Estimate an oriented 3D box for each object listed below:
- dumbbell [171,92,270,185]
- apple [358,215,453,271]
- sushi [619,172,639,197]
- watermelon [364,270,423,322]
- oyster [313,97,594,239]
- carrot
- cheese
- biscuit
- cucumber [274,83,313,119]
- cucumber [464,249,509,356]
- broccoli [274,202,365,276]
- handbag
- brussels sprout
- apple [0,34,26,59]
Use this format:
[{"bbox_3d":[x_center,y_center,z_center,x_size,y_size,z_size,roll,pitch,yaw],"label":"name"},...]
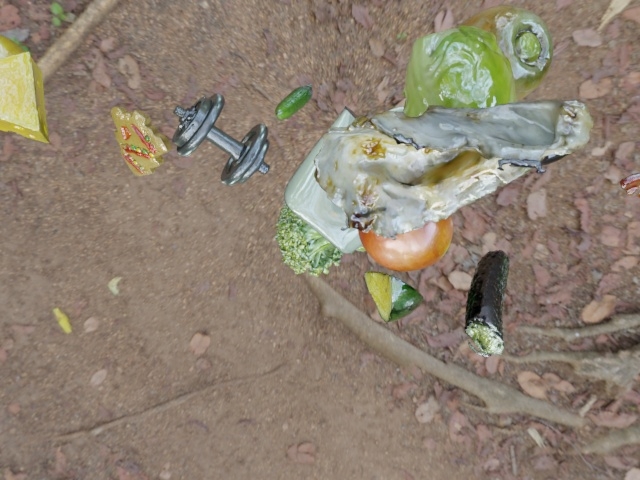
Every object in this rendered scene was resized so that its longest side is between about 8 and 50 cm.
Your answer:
[{"bbox_3d":[-0.254,-0.262,1.708,0.290,0.192,0.192,33,100,-22],"label":"dumbbell"},{"bbox_3d":[0.141,-0.026,1.101,0.163,0.163,0.139,-36,115,7],"label":"apple"},{"bbox_3d":[0.445,-0.068,0.604,0.332,0.130,0.124,-4,132,-21],"label":"sushi"},{"bbox_3d":[0.141,0.095,1.176,0.075,0.181,0.092,-11,89,-9],"label":"watermelon"},{"bbox_3d":[0.160,-0.107,0.805,0.336,0.198,0.133,-8,62,17],"label":"oyster"},{"bbox_3d":[0.378,-0.418,1.558,0.224,0.340,0.224,0,91,-25],"label":"carrot"},{"bbox_3d":[-0.531,-0.218,1.032,0.171,0.093,0.126,-6,86,-14],"label":"cheese"},{"bbox_3d":[-0.524,-0.271,1.881,0.212,0.041,0.239,33,137,10],"label":"biscuit"},{"bbox_3d":[-0.071,-0.391,1.850,0.056,0.250,0.056,13,125,19],"label":"cucumber"},{"bbox_3d":[0.277,0.089,1.084,0.067,0.245,0.067,8,124,12],"label":"cucumber"},{"bbox_3d":[-0.017,0.005,1.718,0.273,0.242,0.180,34,76,30],"label":"broccoli"},{"bbox_3d":[0.089,-0.135,1.333,0.241,0.109,0.315,39,116,-13],"label":"handbag"},{"bbox_3d":[0.214,-0.203,0.965,0.223,0.161,0.223,-3,95,-43],"label":"brussels sprout"},{"bbox_3d":[-0.662,-0.330,1.319,0.182,0.182,0.155,13,142,0],"label":"apple"}]
